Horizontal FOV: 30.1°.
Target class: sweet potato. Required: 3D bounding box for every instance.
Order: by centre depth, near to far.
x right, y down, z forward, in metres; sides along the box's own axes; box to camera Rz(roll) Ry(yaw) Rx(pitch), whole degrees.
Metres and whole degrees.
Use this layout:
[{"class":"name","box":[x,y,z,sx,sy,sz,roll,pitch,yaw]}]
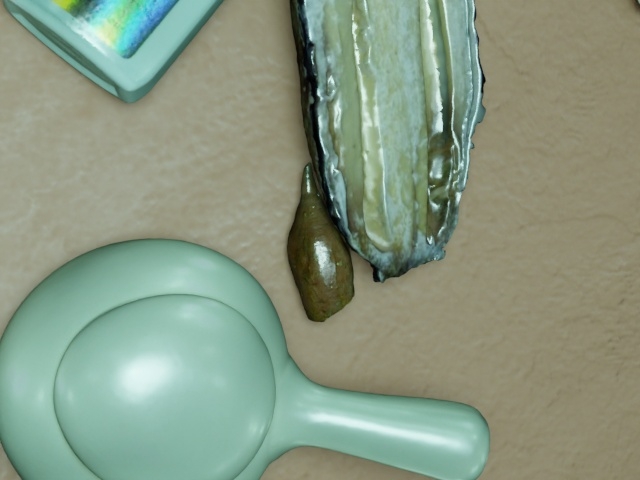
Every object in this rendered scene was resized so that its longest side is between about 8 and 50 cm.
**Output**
[{"class":"sweet potato","box":[0.000,0.000,0.887,0.049,0.049,0.117,-11,96,-19]}]

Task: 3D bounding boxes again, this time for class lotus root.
[{"class":"lotus root","box":[0.038,-0.136,0.880,0.167,0.078,0.330,-8,99,-34]}]

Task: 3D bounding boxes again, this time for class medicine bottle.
[{"class":"medicine bottle","box":[-0.105,-0.217,0.819,0.121,0.083,0.229,38,81,-3]}]

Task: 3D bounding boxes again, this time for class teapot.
[{"class":"teapot","box":[-0.059,0.096,0.816,0.318,0.149,0.220,-16,99,-18]}]

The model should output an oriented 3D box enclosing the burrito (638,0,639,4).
[{"class":"burrito","box":[0.303,-0.295,0.977,0.087,0.060,0.226,27,82,-24]}]
